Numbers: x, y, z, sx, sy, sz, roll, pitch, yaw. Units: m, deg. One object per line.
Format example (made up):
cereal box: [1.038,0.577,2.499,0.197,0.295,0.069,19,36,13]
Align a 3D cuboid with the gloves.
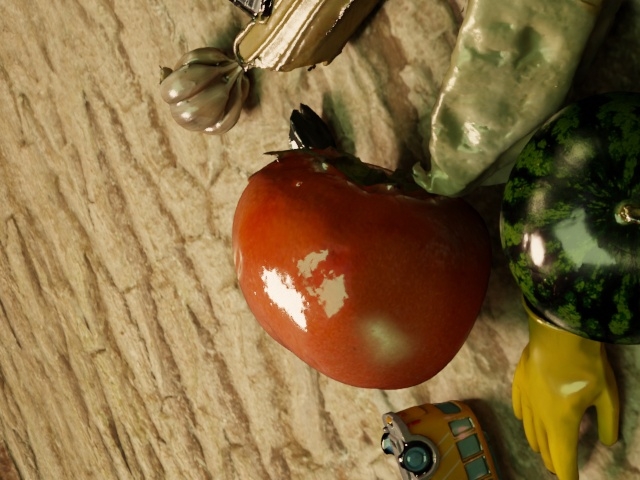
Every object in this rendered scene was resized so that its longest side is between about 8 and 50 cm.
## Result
gloves: [0.300,0.182,1.495,0.133,0.116,0.294,-115,19,-51]

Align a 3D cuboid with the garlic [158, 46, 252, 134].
garlic: [-0.151,-0.234,1.802,0.194,0.127,0.131,-17,128,25]

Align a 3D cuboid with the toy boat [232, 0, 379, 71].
toy boat: [0.032,-0.382,1.506,0.162,0.136,0.445,53,135,11]

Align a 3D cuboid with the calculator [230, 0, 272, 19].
calculator: [-0.153,-0.455,1.757,0.274,0.028,0.166,41,131,27]

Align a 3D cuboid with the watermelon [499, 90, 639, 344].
watermelon: [0.313,-0.021,1.247,0.269,0.269,0.269,24,124,41]

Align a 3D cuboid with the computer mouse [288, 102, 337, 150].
computer mouse: [-0.006,-0.131,1.702,0.047,0.079,0.135,-8,109,31]

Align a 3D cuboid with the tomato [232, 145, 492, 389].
tomato: [0.042,0.039,1.503,0.341,0.341,0.273,25,105,41]

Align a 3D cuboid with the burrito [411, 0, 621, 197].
burrito: [0.222,-0.176,1.334,0.135,0.190,0.332,32,133,21]

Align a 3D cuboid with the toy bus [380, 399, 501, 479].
toy bus: [0.175,0.322,1.651,0.126,0.136,0.209,-172,63,-79]
